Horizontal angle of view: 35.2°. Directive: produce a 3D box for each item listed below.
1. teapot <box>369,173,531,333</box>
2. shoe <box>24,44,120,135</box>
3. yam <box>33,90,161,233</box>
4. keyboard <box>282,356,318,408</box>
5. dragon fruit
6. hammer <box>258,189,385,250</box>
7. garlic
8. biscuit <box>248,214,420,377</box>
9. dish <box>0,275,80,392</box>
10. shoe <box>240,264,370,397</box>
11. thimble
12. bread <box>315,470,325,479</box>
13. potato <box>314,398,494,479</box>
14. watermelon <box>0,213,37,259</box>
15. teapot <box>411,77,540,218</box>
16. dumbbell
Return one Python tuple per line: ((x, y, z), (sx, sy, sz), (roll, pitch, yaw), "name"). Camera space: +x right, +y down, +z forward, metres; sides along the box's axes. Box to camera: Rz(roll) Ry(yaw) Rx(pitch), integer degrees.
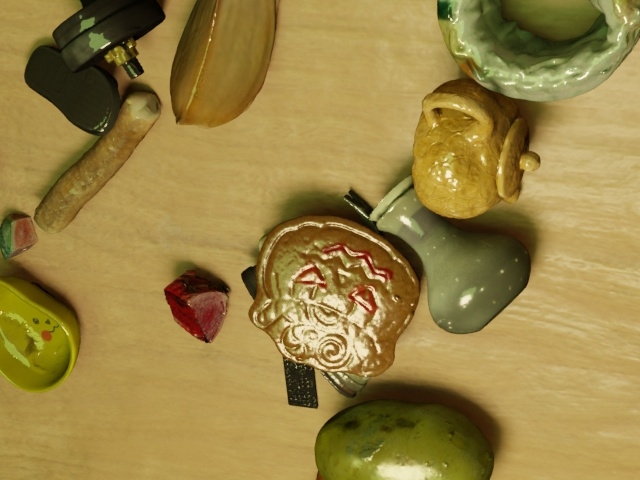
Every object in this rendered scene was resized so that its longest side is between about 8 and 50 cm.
((0.198, 0.017, 1.577), (0.251, 0.183, 0.183), (47, 122, 11), "teapot")
((-0.414, -0.263, 1.766), (0.241, 0.093, 0.108), (33, 99, 30), "shoe")
((-0.405, -0.137, 1.816), (0.081, 0.081, 0.357), (46, 122, -1), "yam")
((-0.042, 0.218, 1.853), (0.061, 0.013, 0.204), (4, 114, 22), "keyboard")
((-0.221, 0.109, 1.847), (0.102, 0.096, 0.147), (27, 152, 22), "dragon fruit")
((0.000, 0.000, 1.722), (0.227, 0.041, 0.158), (-5, 110, 25), "hammer")
((-0.133, -0.333, 1.549), (0.151, 0.196, 0.338), (22, 118, -5), "garlic")
((0.019, 0.090, 1.658), (0.273, 0.049, 0.257), (21, 98, 4), "biscuit")
((-0.580, 0.167, 2.008), (0.262, 0.108, 0.221), (41, 122, 0), "dish")
((0.006, 0.123, 1.741), (0.149, 0.109, 0.293), (-42, 92, 11), "shoe")
((0.309, -0.325, 1.371), (0.288, 0.167, 0.254), (10, 117, 21), "thimble")
((0.045, 0.482, 1.880), (0.132, 0.103, 0.172), (17, 120, 3), "bread")
((0.142, 0.375, 1.726), (0.304, 0.216, 0.215), (2, 114, 6), "potato")
((-0.590, -0.007, 1.960), (0.072, 0.092, 0.084), (-13, 122, -13), "watermelon")
((0.234, -0.132, 1.452), (0.167, 0.311, 0.203), (13, 72, 25), "teapot")
((-0.396, -0.433, 1.619), (0.185, 0.185, 0.388), (-25, 101, 30), "dumbbell")
